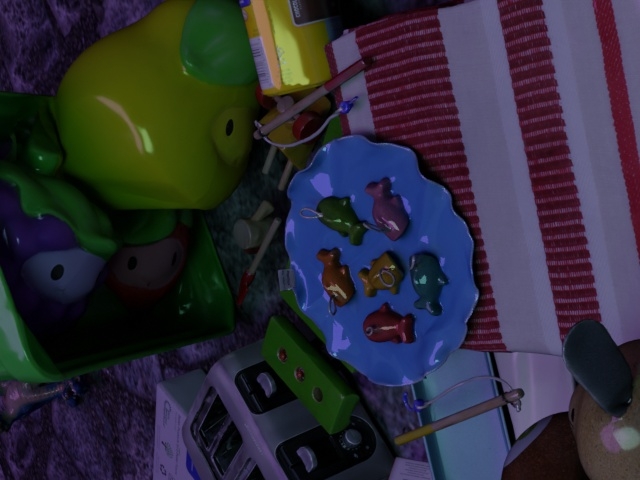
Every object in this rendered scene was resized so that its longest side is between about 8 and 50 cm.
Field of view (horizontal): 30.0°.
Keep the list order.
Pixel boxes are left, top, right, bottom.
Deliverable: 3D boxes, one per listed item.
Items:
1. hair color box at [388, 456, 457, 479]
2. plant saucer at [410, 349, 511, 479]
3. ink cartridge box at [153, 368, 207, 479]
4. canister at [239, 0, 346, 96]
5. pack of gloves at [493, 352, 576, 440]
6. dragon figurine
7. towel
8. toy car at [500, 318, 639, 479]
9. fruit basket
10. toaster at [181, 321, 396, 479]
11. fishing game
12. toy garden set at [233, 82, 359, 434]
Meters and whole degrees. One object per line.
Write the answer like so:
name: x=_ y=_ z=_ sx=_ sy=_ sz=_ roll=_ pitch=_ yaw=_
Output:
hair color box: x=0.072 y=0.247 z=0.947 sx=0.072 sy=0.043 sz=0.141 roll=-5 pitch=59 yaw=58
plant saucer: x=0.106 y=0.126 z=0.904 sx=0.067 sy=0.018 sz=0.192 roll=-12 pitch=94 yaw=21
ink cartridge box: x=-0.071 y=0.297 z=1.249 sx=0.332 sy=0.065 sz=0.165 roll=45 pitch=138 yaw=40
canister: x=-0.027 y=-0.200 z=0.897 sx=0.126 sy=0.073 sz=0.170 roll=-62 pitch=-42 yaw=-76
pack of gloves: x=0.192 y=0.184 z=0.803 sx=0.195 sy=0.046 sz=0.232 roll=-6 pitch=99 yaw=59
dragon figurine: x=-0.394 y=0.208 z=1.686 sx=0.289 sy=0.144 sz=0.085 roll=141 pitch=108 yaw=-77
towel: x=0.140 y=-0.041 z=0.747 sx=0.329 sy=0.037 sz=0.237 roll=-2 pitch=103 yaw=50
toy car: x=0.160 y=0.099 z=0.644 sx=0.149 sy=0.155 sz=0.188 roll=14 pitch=131 yaw=37
fruit basket: x=-0.173 y=-0.038 z=1.056 sx=0.392 sy=0.392 sz=0.283 roll=-27 pitch=82 yaw=58
toaster: x=-0.035 y=0.193 z=1.098 sx=0.168 sy=0.110 sz=0.186 roll=59 pitch=146 yaw=23
fishing game: x=0.030 y=0.017 z=0.843 sx=0.189 sy=0.041 sz=0.264 roll=-26 pitch=84 yaw=49
toy garden set: x=0.000 y=0.000 z=0.990 sx=0.204 sy=0.049 sz=0.244 roll=45 pitch=131 yaw=36
